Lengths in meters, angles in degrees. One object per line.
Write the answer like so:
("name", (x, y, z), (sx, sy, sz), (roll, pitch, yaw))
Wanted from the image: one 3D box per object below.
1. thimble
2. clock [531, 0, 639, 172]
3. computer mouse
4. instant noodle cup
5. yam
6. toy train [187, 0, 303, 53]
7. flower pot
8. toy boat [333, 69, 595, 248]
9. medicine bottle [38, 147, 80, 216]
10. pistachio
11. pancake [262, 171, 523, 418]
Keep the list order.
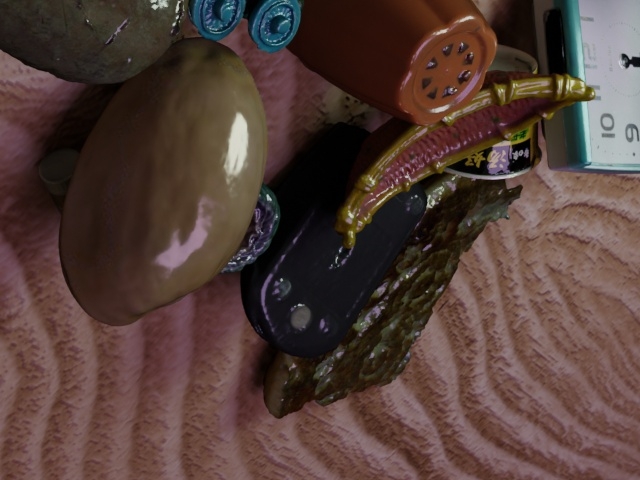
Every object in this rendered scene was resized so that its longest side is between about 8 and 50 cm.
("thimble", (-0.115, -0.032, 1.600), (0.135, 0.090, 0.118), (18, 109, -49))
("clock", (0.340, -0.208, 1.794), (0.231, 0.116, 0.262), (-2, 84, -39))
("computer mouse", (0.000, 0.000, 1.725), (0.269, 0.100, 0.170), (-55, 133, -9))
("instant noodle cup", (0.189, -0.155, 1.743), (0.151, 0.151, 0.122), (-20, 128, -30))
("yam", (-0.254, -0.242, 1.196), (0.168, 0.168, 0.304), (-51, 145, 8))
("toy train", (-0.079, -0.265, 1.401), (0.198, 0.107, 0.154), (6, 113, -48))
("flower pot", (0.080, -0.217, 1.545), (0.190, 0.173, 0.191), (-24, 137, -25))
("toy boat", (0.142, -0.110, 1.630), (0.318, 0.099, 0.141), (-31, 160, 5))
("medicine bottle", (-0.246, -0.049, 1.489), (0.047, 0.047, 0.083), (-36, 143, -13))
("pistachio", (-0.150, -0.054, 1.449), (0.181, 0.162, 0.293), (21, 90, -16))
("pancake", (0.093, 0.051, 1.926), (0.305, 0.067, 0.427), (10, 117, -57))
